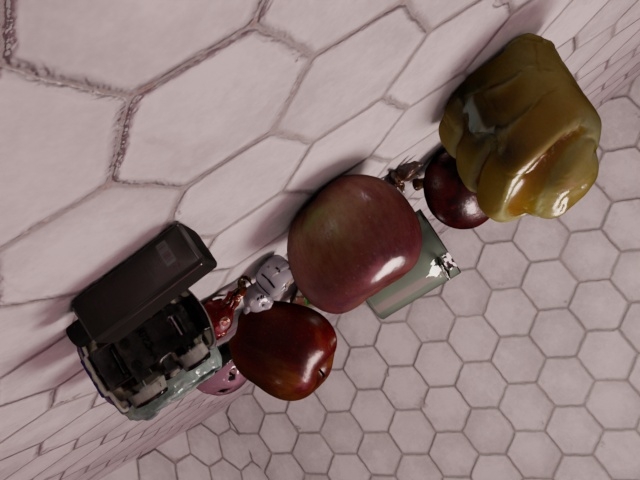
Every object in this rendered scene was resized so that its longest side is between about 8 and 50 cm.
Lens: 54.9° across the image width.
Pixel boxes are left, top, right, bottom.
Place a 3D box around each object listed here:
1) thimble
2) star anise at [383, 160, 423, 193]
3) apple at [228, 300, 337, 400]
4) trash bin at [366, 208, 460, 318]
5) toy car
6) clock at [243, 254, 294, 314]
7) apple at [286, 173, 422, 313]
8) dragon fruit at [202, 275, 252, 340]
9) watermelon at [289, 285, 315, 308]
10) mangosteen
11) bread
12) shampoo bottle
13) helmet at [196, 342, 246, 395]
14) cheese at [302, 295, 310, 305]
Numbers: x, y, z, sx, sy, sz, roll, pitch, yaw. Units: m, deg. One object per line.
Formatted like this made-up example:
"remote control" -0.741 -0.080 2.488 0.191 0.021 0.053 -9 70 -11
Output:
"thimble" -0.338 0.267 1.298 0.250 0.172 0.205 -28 167 -41
"star anise" 0.195 -0.153 1.526 0.141 0.042 0.141 -33 165 -10
"apple" -0.101 0.315 1.787 0.288 0.316 0.288 -47 149 -41
"trash bin" 0.230 0.068 1.754 0.262 0.217 0.277 -33 -151 8
"toy car" -0.320 0.189 1.122 0.235 0.172 0.158 -31 -177 -35
"clock" -0.129 0.111 1.468 0.117 0.080 0.176 -45 174 -33
"apple" 0.063 0.006 1.297 0.305 0.235 0.306 -32 168 -8
"dragon fruit" -0.228 0.159 1.425 0.190 0.094 0.094 -46 168 0
"watermelon" -0.045 0.163 1.983 0.154 0.095 0.241 -24 164 -11
"mangosteen" 0.360 -0.152 1.670 0.235 0.236 0.261 -28 -153 -35
"bread" 0.392 -0.200 1.246 0.210 0.342 0.300 1 150 -34
"shampoo bottle" -0.284 0.078 0.955 0.246 0.080 0.079 -37 167 1
"helmet" -0.327 0.447 2.077 0.198 0.154 0.253 -26 159 -45
"cheese" 0.023 0.089 1.831 0.204 0.083 0.320 -66 168 26
